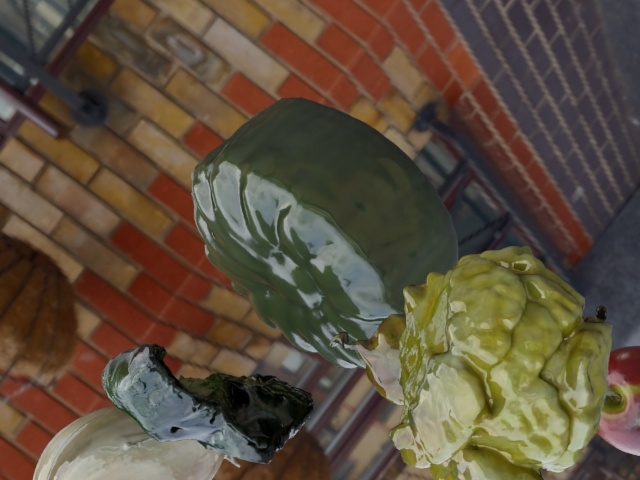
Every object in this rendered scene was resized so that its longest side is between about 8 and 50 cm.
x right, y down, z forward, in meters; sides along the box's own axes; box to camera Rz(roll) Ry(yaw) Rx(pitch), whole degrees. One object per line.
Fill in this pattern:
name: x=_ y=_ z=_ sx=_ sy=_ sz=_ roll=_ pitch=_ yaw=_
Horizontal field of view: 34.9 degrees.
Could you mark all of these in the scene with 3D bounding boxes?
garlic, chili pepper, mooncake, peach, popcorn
garlic: x=-0.305 y=0.358 z=1.555 sx=0.249 sy=0.313 sz=0.286 roll=42 pitch=169 yaw=9
chili pepper: x=-0.132 y=0.203 z=1.207 sx=0.264 sy=0.116 sz=0.148 roll=18 pitch=158 yaw=-36
mooncake: x=0.000 y=0.000 z=1.305 sx=0.356 sy=0.194 sz=0.356 roll=38 pitch=158 yaw=18
peach: x=0.562 y=0.278 z=1.746 sx=0.226 sy=0.190 sz=0.196 roll=14 pitch=158 yaw=-38
popcorn: x=0.109 y=0.085 z=0.720 sx=0.173 sy=0.169 sz=0.195 roll=-9 pitch=-167 yaw=-9
